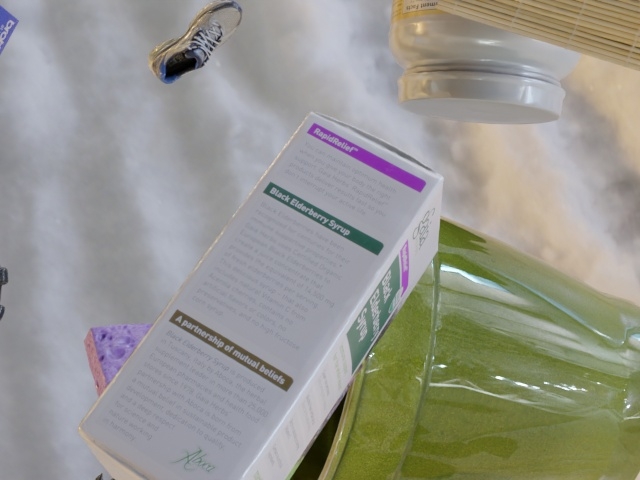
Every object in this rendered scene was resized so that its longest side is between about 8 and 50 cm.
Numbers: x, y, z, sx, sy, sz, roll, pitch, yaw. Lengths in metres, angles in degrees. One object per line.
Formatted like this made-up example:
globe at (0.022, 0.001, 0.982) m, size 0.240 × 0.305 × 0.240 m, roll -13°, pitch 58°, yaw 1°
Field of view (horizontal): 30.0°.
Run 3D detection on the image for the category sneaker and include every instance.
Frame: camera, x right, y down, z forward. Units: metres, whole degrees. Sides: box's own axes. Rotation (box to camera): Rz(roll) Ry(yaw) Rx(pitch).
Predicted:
sneaker at (-0.144, -0.232, 1.432) m, size 0.135 × 0.052 × 0.058 m, roll -39°, pitch 35°, yaw 9°

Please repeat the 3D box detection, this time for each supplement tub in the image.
supplement tub at (0.211, -0.323, 1.486) m, size 0.241 × 0.241 × 0.331 m, roll 4°, pitch 89°, yaw 22°

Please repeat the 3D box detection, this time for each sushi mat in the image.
sushi mat at (0.289, -0.276, 1.273) m, size 0.316 × 0.019 × 0.151 m, roll 21°, pitch 99°, yaw 18°

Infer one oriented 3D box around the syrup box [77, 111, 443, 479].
syrup box at (-0.025, 0.051, 0.690) m, size 0.096 × 0.093 × 0.237 m, roll 30°, pitch 69°, yaw 16°

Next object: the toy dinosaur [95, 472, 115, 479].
toy dinosaur at (-0.291, 0.468, 1.712) m, size 0.322 × 0.164 × 0.218 m, roll -11°, pitch 37°, yaw -13°

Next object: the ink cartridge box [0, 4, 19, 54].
ink cartridge box at (-0.419, -0.178, 1.317) m, size 0.046 × 0.097 × 0.207 m, roll 26°, pitch 85°, yaw 15°

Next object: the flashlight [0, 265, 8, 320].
flashlight at (-0.453, 0.040, 1.172) m, size 0.304 × 0.103 × 0.103 m, roll -4°, pitch 28°, yaw 20°

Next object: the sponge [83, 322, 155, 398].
sponge at (-0.130, 0.167, 1.059) m, size 0.117 × 0.031 × 0.210 m, roll 0°, pitch 54°, yaw -31°

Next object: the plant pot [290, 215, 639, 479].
plant pot at (0.160, 0.147, 1.295) m, size 0.353 × 0.366 × 0.366 m, roll 12°, pitch 61°, yaw -12°
